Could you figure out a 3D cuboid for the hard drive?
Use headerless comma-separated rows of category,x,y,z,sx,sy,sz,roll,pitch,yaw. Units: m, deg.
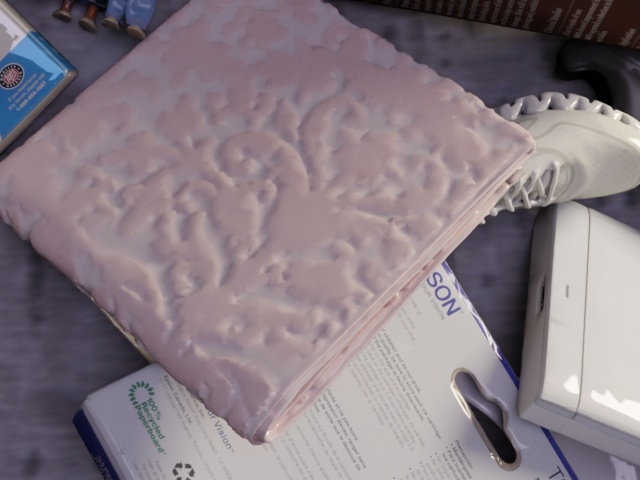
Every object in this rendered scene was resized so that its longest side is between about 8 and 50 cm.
hard drive,0.342,0.116,1.237,0.353,0.047,0.233,23,46,-11

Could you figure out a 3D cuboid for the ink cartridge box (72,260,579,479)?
ink cartridge box,0.027,0.200,1.125,0.330,0.071,0.324,-25,78,-28

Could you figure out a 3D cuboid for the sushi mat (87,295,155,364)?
sushi mat,-0.059,0.087,1.198,0.316,0.019,0.151,48,63,-6

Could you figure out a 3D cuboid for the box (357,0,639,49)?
box,0.162,-0.262,1.169,0.381,0.191,0.143,9,81,2

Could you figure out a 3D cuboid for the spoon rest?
spoon rest,0.193,0.170,1.235,0.276,0.084,0.137,33,79,-8

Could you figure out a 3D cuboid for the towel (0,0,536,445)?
towel,-0.052,-0.048,1.127,0.317,0.053,0.332,-44,61,-16

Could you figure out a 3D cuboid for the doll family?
doll family,-0.197,-0.242,1.186,0.193,0.076,0.111,22,78,-14

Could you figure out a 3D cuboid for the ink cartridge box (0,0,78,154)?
ink cartridge box,-0.307,-0.151,1.128,0.139,0.082,0.191,-44,94,3

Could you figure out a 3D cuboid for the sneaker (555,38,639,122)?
sneaker,0.315,-0.082,1.287,0.130,0.109,0.286,-33,84,-8

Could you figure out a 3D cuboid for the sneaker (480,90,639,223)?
sneaker,0.137,-0.056,1.203,0.292,0.110,0.118,0,43,-4
